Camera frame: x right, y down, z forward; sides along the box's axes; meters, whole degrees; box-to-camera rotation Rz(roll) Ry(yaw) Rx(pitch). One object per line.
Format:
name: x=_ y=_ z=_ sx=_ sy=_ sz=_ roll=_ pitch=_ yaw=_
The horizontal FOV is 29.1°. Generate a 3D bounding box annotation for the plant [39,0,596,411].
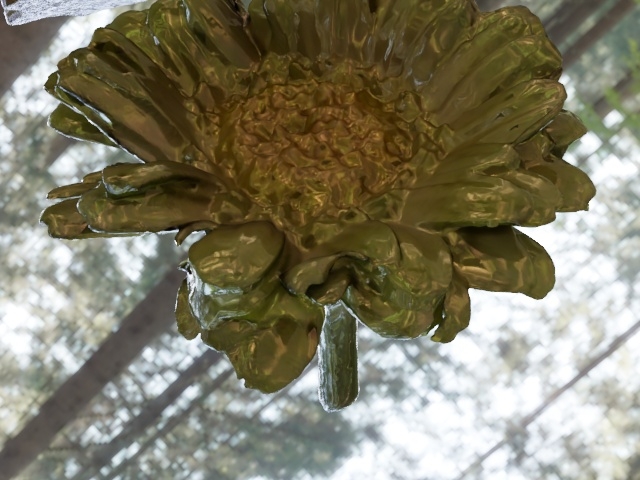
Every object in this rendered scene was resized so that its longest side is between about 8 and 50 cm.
plant: x=0.020 y=-0.040 z=0.708 sx=0.297 sy=0.261 sz=0.306 roll=39 pitch=-173 yaw=-44

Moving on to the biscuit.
biscuit: x=-0.183 y=-0.229 z=1.050 sx=0.182 sy=0.215 sz=0.034 roll=-17 pitch=-88 yaw=-69
